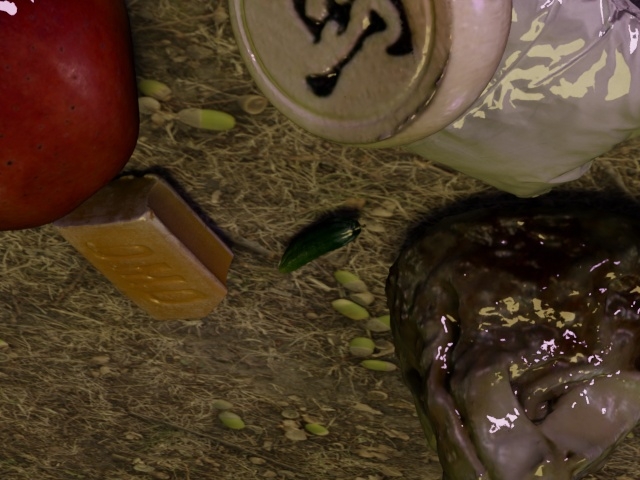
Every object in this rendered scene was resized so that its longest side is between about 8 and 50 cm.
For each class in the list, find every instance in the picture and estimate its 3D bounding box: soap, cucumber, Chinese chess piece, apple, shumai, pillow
[{"bbox_3d":[-0.199,0.011,1.791,0.140,0.073,0.232,-4,148,27],"label":"soap"},{"bbox_3d":[0.000,0.000,1.759,0.039,0.039,0.168,26,147,-26],"label":"cucumber"},{"bbox_3d":[0.038,-0.200,1.243,0.250,0.101,0.250,15,117,33],"label":"Chinese chess piece"},{"bbox_3d":[-0.350,-0.160,1.462,0.329,0.295,0.365,25,166,35],"label":"apple"},{"bbox_3d":[0.249,0.169,1.689,0.395,0.348,0.395,9,146,6],"label":"shumai"},{"bbox_3d":[0.176,-0.159,1.361,0.310,0.138,0.283,26,143,-22],"label":"pillow"}]
